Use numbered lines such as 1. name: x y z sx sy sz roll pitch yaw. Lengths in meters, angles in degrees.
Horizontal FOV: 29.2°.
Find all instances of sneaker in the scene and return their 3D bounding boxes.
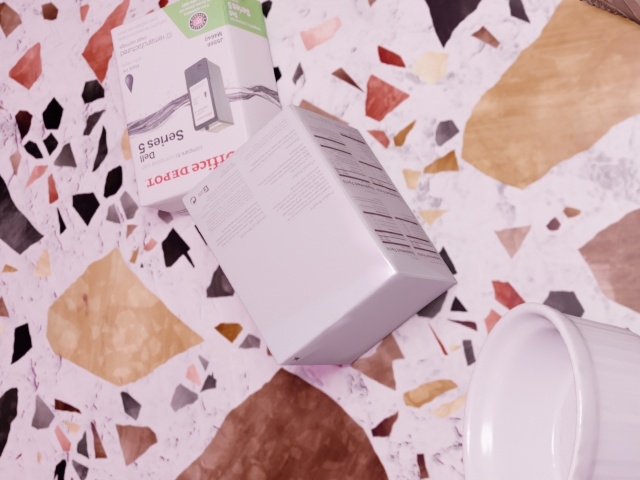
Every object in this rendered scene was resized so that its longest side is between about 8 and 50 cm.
1. sneaker: 0.358 -0.309 1.507 0.071 0.066 0.188 -51 59 34

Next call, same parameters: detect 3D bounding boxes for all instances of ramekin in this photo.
1. ramekin: 0.279 0.215 1.387 0.277 0.135 0.277 -171 90 -72

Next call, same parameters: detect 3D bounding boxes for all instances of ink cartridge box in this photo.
1. ink cartridge box: -0.169 -0.194 1.742 0.198 0.115 0.273 -16 78 26

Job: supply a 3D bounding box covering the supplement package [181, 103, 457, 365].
1. supplement package: 0.000 0.000 1.588 0.199 0.198 0.262 -39 69 19
